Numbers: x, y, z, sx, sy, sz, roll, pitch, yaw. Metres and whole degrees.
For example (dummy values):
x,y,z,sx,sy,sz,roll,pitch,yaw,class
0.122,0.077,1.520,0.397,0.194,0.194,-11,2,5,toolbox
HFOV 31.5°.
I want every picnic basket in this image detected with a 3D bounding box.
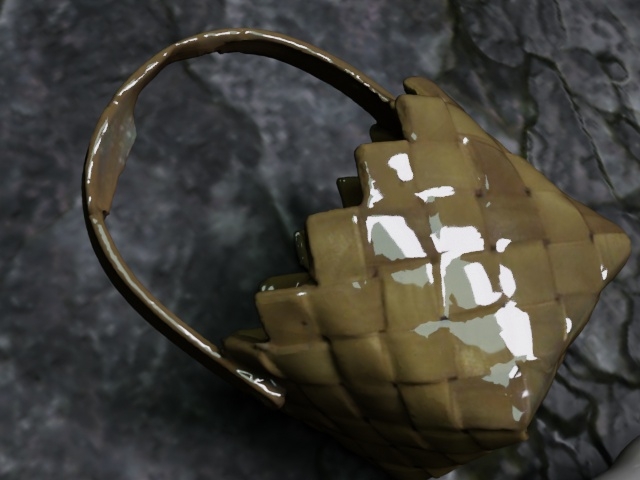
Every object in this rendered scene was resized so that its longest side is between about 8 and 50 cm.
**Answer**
x,y,z,sx,sy,sz,roll,pitch,yaw,class
0.000,0.000,0.411,0.178,0.138,0.128,31,64,-4,picnic basket

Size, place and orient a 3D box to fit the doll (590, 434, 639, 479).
x,y,z,sx,sy,sz,roll,pitch,yaw,class
0.159,0.143,0.343,0.251,0.221,0.221,-2,66,-14,doll
